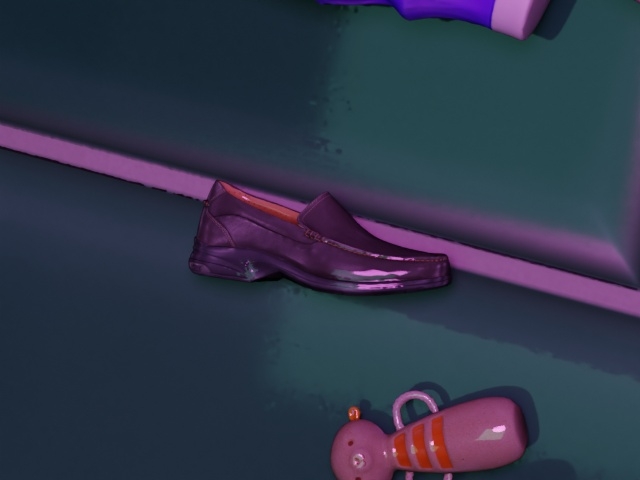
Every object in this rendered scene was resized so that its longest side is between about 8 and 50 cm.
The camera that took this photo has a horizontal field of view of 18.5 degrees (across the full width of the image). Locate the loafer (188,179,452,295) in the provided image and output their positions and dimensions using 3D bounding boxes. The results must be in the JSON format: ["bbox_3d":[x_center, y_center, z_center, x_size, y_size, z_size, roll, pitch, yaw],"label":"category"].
[{"bbox_3d":[0.000,0.000,1.221,0.170,0.062,0.061,7,93,15],"label":"loafer"}]

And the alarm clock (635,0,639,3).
[{"bbox_3d":[0.221,-0.176,1.132,0.129,0.064,0.192,-11,90,17],"label":"alarm clock"}]

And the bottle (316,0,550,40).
[{"bbox_3d":[0.006,-0.202,1.178,0.283,0.092,0.118,25,104,13],"label":"bottle"}]

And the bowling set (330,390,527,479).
[{"bbox_3d":[0.054,0.239,1.164,0.154,0.200,0.287,-13,88,19],"label":"bowling set"}]
